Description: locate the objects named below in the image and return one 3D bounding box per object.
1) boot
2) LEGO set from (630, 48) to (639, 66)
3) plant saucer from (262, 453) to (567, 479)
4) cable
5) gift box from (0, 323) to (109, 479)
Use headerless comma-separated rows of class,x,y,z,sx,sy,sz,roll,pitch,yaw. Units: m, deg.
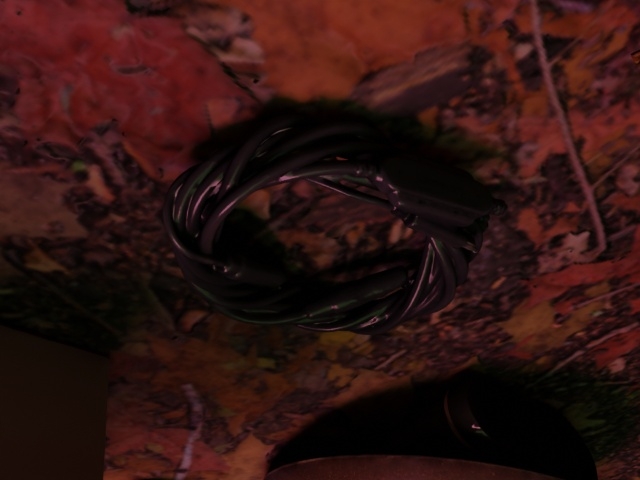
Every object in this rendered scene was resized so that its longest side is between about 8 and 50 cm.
boot,0.133,0.188,0.647,0.198,0.076,0.137,37,128,-27
LEGO set,0.299,-0.091,0.309,0.331,0.192,0.255,-37,104,24
plant saucer,0.100,0.253,0.657,0.311,0.050,0.310,5,148,3
cable,0.000,0.000,0.418,0.185,0.047,0.150,11,141,-26
gift box,-0.249,0.193,0.421,0.277,0.258,0.255,22,130,-31
